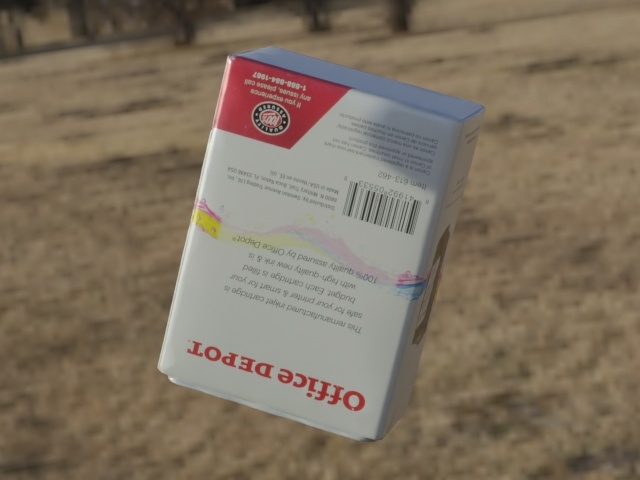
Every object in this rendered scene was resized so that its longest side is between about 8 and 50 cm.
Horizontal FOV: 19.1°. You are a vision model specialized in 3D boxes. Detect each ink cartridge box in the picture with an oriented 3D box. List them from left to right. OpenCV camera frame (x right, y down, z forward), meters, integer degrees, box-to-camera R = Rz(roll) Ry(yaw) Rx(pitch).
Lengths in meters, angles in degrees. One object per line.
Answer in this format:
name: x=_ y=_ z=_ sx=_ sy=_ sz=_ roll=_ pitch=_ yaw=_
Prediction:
ink cartridge box: x=0.000 y=0.000 z=0.994 sx=0.127 sy=0.175 sz=0.072 roll=17 pitch=14 yaw=11
